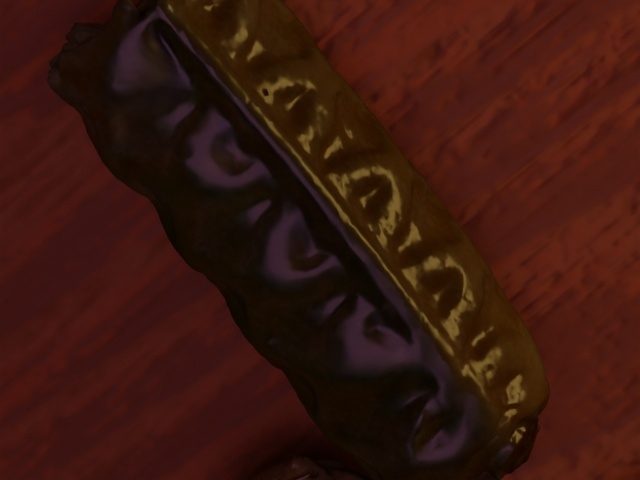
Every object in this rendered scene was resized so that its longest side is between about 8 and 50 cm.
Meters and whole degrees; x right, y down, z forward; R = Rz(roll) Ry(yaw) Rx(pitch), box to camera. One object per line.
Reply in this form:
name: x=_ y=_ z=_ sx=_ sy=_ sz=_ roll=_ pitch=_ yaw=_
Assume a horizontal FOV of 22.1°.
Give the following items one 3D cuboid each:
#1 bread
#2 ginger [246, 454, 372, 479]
bread: x=-0.001 y=0.001 z=0.696 sx=0.087 sy=0.098 sz=0.269 roll=-24 pitch=108 yaw=49
ginger: x=-0.070 y=0.214 z=0.761 sx=0.299 sy=0.065 sz=0.118 roll=-43 pitch=114 yaw=10
